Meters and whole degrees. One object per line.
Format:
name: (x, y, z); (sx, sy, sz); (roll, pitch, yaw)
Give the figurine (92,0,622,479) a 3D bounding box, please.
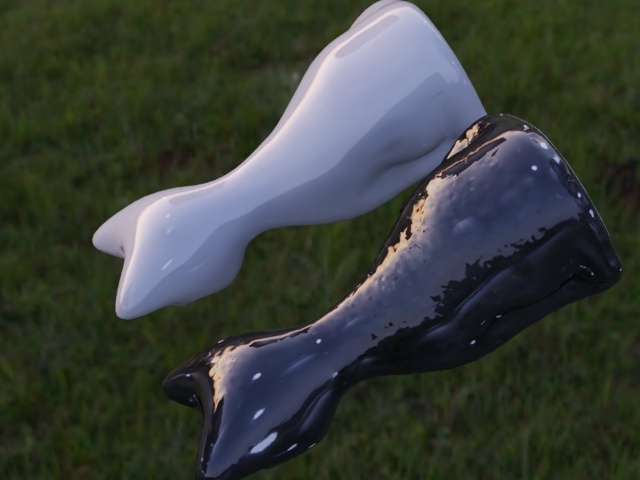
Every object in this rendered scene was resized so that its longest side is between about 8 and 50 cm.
figurine: (0.000, 0.000, 0.884); (0.209, 0.092, 0.215); (-33, 38, -1)
